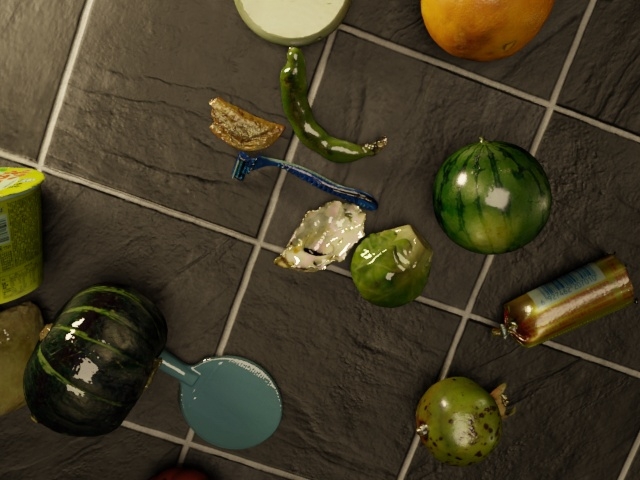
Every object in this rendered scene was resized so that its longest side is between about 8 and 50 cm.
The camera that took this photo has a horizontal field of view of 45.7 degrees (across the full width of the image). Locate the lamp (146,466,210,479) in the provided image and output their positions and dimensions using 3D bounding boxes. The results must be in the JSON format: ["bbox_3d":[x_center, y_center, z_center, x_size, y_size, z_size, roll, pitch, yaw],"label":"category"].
[{"bbox_3d":[-0.318,0.615,1.671,0.227,0.227,0.226,0,99,-2],"label":"lamp"}]

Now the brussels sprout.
[{"bbox_3d":[0.159,0.058,1.638,0.181,0.144,0.161,-31,64,15],"label":"brussels sprout"}]

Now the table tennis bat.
[{"bbox_3d":[-0.237,0.345,1.718,0.329,0.044,0.215,34,98,-10],"label":"table tennis bat"}]

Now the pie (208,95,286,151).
[{"bbox_3d":[-0.169,-0.242,1.626,0.170,0.034,0.092,27,96,-12],"label":"pie"}]

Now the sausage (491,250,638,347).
[{"bbox_3d":[0.530,0.150,1.678,0.318,0.117,0.125,-26,85,4],"label":"sausage"}]

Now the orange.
[{"bbox_3d":[0.327,-0.478,1.494,0.261,0.261,0.260,0,99,-2],"label":"orange"}]

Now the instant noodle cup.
[{"bbox_3d":[-0.698,-0.007,1.528,0.312,0.311,0.221,-3,108,-2],"label":"instant noodle cup"}]

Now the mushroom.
[{"bbox_3d":[-0.704,0.249,1.611,0.218,0.212,0.291,-4,93,6],"label":"mushroom"}]

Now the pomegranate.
[{"bbox_3d":[0.319,0.382,1.686,0.198,0.198,0.246,48,59,-9],"label":"pomegranate"}]

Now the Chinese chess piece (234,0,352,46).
[{"bbox_3d":[-0.056,-0.522,1.548,0.251,0.101,0.250,0,100,-2],"label":"Chinese chess piece"}]

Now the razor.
[{"bbox_3d":[-0.025,-0.131,1.643,0.324,0.093,0.056,16,63,-8],"label":"razor"}]

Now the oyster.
[{"bbox_3d":[0.009,0.002,1.655,0.133,0.072,0.209,36,87,7],"label":"oyster"}]

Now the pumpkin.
[{"bbox_3d":[-0.460,0.242,1.550,0.241,0.323,0.323,33,97,-8],"label":"pumpkin"}]

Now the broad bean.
[{"bbox_3d":[0.000,-0.265,1.605,0.144,0.049,0.292,-39,106,24],"label":"broad bean"}]

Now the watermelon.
[{"bbox_3d":[0.352,-0.090,1.569,0.243,0.242,0.242,0,99,-2],"label":"watermelon"}]
